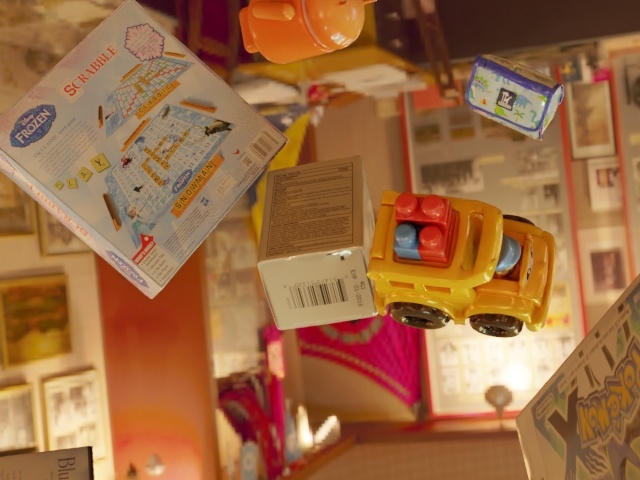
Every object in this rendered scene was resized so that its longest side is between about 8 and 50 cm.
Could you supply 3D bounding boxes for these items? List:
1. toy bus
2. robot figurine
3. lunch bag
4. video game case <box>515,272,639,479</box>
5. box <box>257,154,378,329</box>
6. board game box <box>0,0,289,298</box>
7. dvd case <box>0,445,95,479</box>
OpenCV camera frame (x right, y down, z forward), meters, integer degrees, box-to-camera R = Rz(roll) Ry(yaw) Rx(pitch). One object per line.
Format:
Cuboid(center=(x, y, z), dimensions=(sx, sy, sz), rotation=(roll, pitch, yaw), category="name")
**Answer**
Cuboid(center=(0.162, 0.011, 1.218), dimensions=(0.220, 0.150, 0.211), rotation=(7, 159, 16), category="toy bus")
Cuboid(center=(-0.025, -0.347, 1.609), dimensions=(0.219, 0.128, 0.158), rotation=(-7, 145, 36), category="robot figurine")
Cuboid(center=(0.291, -0.222, 1.549), dimensions=(0.128, 0.096, 0.151), rotation=(26, 174, 14), category="lunch bag")
Cuboid(center=(0.262, 0.216, 0.849), dimensions=(0.036, 0.300, 0.329), rotation=(1, 146, -14), category="video game case")
Cuboid(center=(0.000, 0.000, 1.482), dimensions=(0.148, 0.127, 0.232), rotation=(-9, -145, 8), category="box")
Cuboid(center=(-0.258, -0.137, 1.476), dimensions=(0.319, 0.318, 0.066), rotation=(-51, -173, -29), category="board game box")
Cuboid(center=(-0.442, 0.386, 1.450), dimensions=(0.252, 0.180, 0.022), rotation=(-5, 142, -12), category="dvd case")
